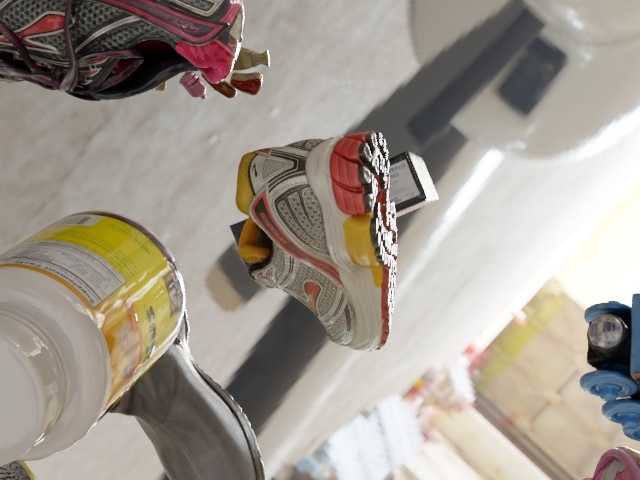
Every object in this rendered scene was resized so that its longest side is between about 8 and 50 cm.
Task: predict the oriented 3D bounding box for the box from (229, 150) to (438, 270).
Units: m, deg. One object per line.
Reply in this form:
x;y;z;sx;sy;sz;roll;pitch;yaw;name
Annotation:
0.020;-0.028;1.392;0.175;0.051;0.220;-22;179;8;box

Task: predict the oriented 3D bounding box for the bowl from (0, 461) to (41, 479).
-0.233;0.242;1.068;0.170;0.170;0.080;-49;136;11;bowl

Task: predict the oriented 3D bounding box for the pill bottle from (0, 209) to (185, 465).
-0.166;0.059;0.895;0.117;0.117;0.215;-51;180;19;pill bottle

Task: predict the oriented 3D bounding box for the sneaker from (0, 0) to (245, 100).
-0.202;-0.154;1.108;0.299;0.112;0.121;-12;162;20;sneaker

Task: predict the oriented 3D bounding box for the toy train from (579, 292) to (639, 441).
0.259;0.099;1.072;0.184;0.105;0.080;43;49;-49;toy train

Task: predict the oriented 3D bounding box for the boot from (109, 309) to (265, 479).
-0.201;0.170;1.540;0.118;0.338;0.222;-34;168;23;boot

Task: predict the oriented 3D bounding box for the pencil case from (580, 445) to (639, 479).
0.406;0.239;1.203;0.386;0.160;0.167;-2;170;-14;pencil case

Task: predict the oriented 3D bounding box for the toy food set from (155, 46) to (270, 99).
-0.112;-0.177;1.526;0.019;0.122;0.078;-78;173;-46;toy food set

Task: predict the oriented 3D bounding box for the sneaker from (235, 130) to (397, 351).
0.000;0.000;0.911;0.225;0.092;0.088;76;17;-60;sneaker
